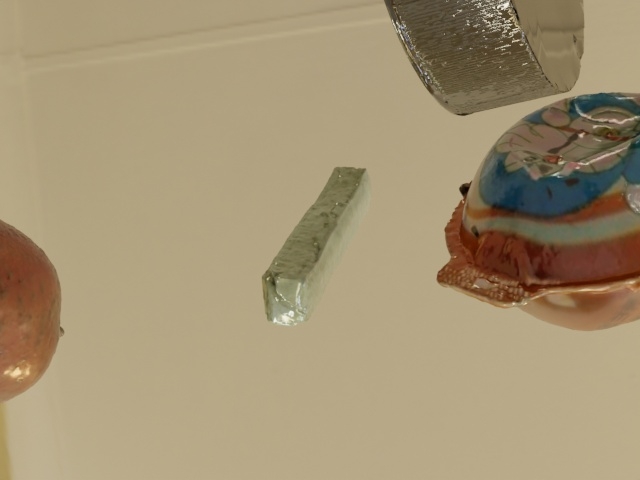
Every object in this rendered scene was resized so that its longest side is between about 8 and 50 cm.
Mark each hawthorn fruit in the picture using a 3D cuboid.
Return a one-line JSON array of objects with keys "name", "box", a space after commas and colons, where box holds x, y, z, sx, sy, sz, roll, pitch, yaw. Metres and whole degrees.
[{"name": "hawthorn fruit", "box": [-0.341, 0.071, 1.141, 0.215, 0.250, 0.215, -20, -121, 38]}]

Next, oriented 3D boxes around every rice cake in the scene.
[{"name": "rice cake", "box": [0.000, 0.000, 0.984, 0.042, 0.245, 0.045, 2, -67, 13]}]

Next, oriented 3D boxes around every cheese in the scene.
[{"name": "cheese", "box": [0.218, -0.044, 0.813, 0.217, 0.329, 0.129, 23, -42, 54]}]

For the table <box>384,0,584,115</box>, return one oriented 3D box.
[{"name": "table", "box": [0.060, -0.116, 0.452, 0.043, 0.133, 0.133, -10, -90, 25]}]
